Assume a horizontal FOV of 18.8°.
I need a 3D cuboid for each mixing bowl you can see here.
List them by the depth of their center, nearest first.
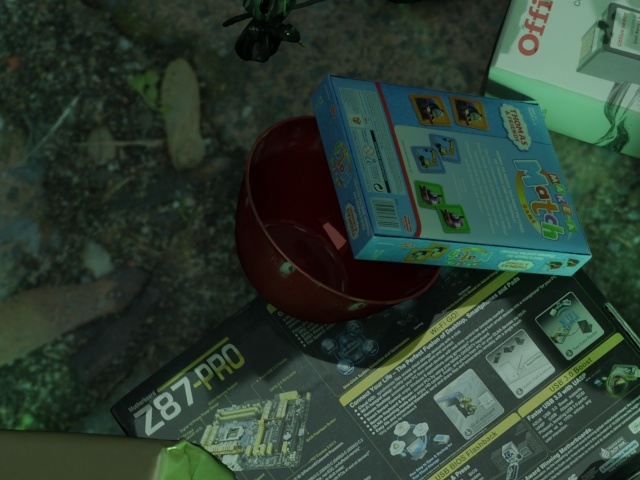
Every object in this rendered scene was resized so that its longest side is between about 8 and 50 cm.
[{"bbox_3d":[0.000,0.000,1.566,0.181,0.098,0.181,19,47,-21],"label":"mixing bowl"}]

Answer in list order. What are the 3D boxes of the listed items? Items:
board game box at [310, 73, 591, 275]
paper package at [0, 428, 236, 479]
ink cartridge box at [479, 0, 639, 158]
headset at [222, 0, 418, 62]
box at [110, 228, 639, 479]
[{"bbox_3d":[0.107,-0.052,1.580,0.211,0.039,0.160,5,54,-29],"label":"board game box"},{"bbox_3d":[-0.249,0.306,1.508,0.325,0.168,0.309,1,73,21],"label":"paper package"},{"bbox_3d":[0.306,-0.182,1.693,0.289,0.121,0.211,17,79,5],"label":"ink cartridge box"},{"bbox_3d":[0.047,-0.311,1.696,0.243,0.185,0.394,33,69,8],"label":"headset"},{"bbox_3d":[0.071,0.152,1.638,0.395,0.097,0.318,-38,80,-7],"label":"box"}]
